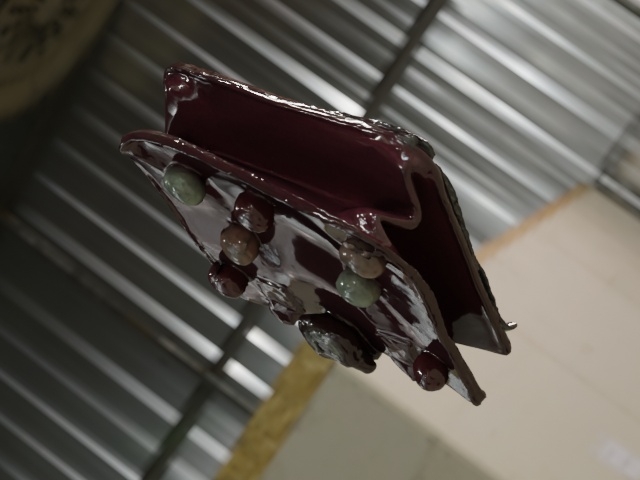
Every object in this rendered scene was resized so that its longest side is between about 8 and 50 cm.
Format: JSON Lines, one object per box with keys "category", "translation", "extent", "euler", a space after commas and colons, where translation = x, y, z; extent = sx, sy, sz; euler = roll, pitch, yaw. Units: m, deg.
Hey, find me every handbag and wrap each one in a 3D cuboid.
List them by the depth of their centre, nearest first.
{"category": "handbag", "translation": [-0.002, 0.002, 1.102], "extent": [0.074, 0.203, 0.216], "euler": [-54, -33, -20]}
